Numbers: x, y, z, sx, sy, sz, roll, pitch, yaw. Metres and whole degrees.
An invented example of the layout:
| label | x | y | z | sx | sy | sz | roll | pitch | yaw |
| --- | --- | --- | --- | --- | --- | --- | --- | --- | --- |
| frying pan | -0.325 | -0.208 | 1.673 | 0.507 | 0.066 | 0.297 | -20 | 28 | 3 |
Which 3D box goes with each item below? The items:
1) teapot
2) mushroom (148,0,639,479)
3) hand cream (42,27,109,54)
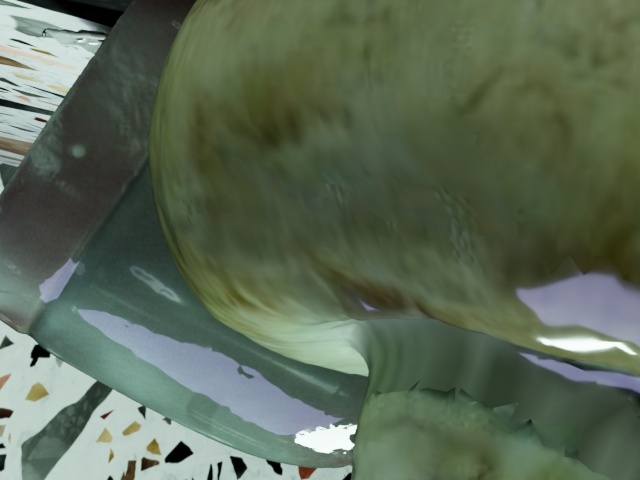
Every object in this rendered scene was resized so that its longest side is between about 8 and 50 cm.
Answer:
| label | x | y | z | sx | sy | sz | roll | pitch | yaw |
| --- | --- | --- | --- | --- | --- | --- | --- | --- | --- |
| teapot | -0.017 | -0.007 | 1.123 | 0.312 | 0.315 | 0.233 | 35 | 135 | -5 |
| mushroom | 0.108 | -0.008 | 0.679 | 0.352 | 0.260 | 0.352 | 13 | 171 | 2 |
| hand cream | -0.145 | -0.131 | 1.405 | 0.084 | 0.050 | 0.257 | 11 | 171 | 7 |
